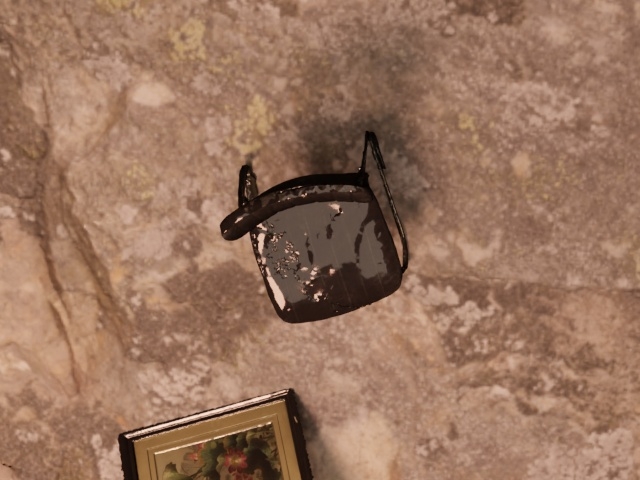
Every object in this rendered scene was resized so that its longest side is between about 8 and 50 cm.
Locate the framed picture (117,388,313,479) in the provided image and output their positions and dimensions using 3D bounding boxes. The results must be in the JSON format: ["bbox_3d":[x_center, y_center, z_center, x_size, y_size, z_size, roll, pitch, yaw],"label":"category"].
[{"bbox_3d":[-0.100,0.263,1.018,0.200,0.010,0.195,-16,65,6],"label":"framed picture"}]

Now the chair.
[{"bbox_3d":[0.000,0.000,0.894,0.140,0.221,0.145,-16,102,6],"label":"chair"}]
